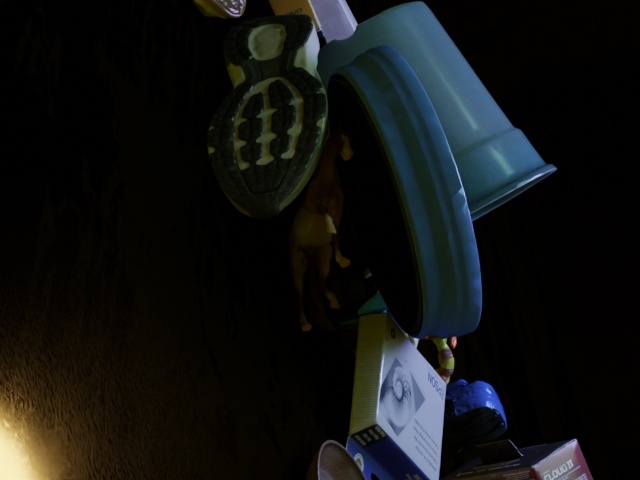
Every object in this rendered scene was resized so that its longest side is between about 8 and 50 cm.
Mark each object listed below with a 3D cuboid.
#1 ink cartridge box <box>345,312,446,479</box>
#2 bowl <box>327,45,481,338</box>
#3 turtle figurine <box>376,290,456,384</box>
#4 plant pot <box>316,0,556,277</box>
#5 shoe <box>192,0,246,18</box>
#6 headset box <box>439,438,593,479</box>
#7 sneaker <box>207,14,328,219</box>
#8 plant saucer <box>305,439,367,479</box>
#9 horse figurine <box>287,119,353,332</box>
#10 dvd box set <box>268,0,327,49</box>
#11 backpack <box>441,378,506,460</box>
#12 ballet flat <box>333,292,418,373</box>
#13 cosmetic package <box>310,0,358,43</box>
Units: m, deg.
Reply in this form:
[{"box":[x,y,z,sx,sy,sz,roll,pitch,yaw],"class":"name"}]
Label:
[{"box":[0.103,0.243,1.793,0.223,0.045,0.224,49,40,-48],"class":"ink cartridge box"},{"box":[0.100,-0.054,1.770,0.391,0.077,0.391,162,-90,-81],"class":"bowl"},{"box":[0.176,0.142,2.209,0.217,0.087,0.270,30,40,-65],"class":"turtle figurine"},{"box":[0.135,-0.167,2.120,0.334,0.341,0.341,60,15,5],"class":"plant pot"},{"box":[-0.181,-0.365,1.796,0.219,0.058,0.077,45,58,-45],"class":"shoe"},{"box":[0.313,0.430,2.000,0.110,0.218,0.293,-22,90,-39],"class":"headset box"},{"box":[-0.043,-0.139,1.793,0.410,0.158,0.182,-86,161,-51],"class":"sneaker"},{"box":[0.028,0.329,1.557,0.199,0.036,0.199,57,19,-32],"class":"plant saucer"},{"box":[0.000,0.000,1.738,0.174,0.066,0.263,-101,-164,-45],"class":"horse figurine"},{"box":[-0.098,-0.481,2.078,0.307,0.062,0.420,-40,107,-88],"class":"dvd box set"},{"box":[0.226,0.270,2.140,0.098,0.120,0.101,51,22,-43],"class":"backpack"},{"box":[0.089,0.132,1.953,0.280,0.095,0.096,-26,103,-64],"class":"ballet flat"},{"box":[-0.022,-0.420,2.306,0.239,0.099,0.060,60,15,-26],"class":"cosmetic package"}]
